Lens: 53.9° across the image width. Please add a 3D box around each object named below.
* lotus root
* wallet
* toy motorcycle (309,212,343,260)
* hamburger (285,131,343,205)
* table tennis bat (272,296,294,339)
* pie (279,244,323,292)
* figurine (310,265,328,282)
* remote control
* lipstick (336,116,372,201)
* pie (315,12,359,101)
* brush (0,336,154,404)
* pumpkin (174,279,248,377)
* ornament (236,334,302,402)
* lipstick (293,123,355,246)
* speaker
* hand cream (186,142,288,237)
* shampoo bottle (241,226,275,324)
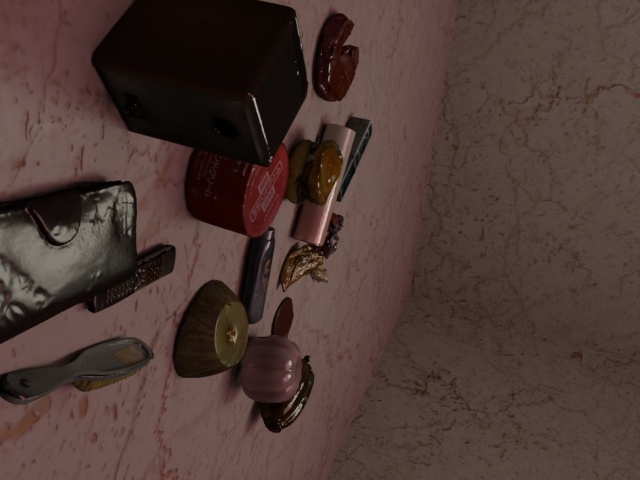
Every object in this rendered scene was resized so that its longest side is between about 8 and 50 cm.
[{"bbox_3d":[-0.101,0.452,1.870,0.241,0.122,0.124,-55,129,-40],"label":"lotus root"},{"bbox_3d":[-0.338,0.021,0.800,0.309,0.042,0.165,-32,131,-63],"label":"wallet"},{"bbox_3d":[0.000,0.000,1.850,0.213,0.084,0.118,-56,160,-15],"label":"toy motorcycle"},{"bbox_3d":[-0.022,-0.179,1.575,0.177,0.113,0.186,-25,122,-61],"label":"hamburger"},{"bbox_3d":[-0.107,0.267,1.856,0.131,0.022,0.235,-58,156,-44],"label":"table tennis bat"},{"bbox_3d":[-0.056,0.066,1.751,0.170,0.034,0.092,-32,115,-37],"label":"pie"},{"bbox_3d":[-0.003,0.102,2.007,0.083,0.047,0.051,52,41,-61],"label":"figurine"},{"bbox_3d":[-0.300,0.057,1.017,0.212,0.028,0.059,-34,141,-64],"label":"remote control"},{"bbox_3d":[0.077,-0.248,1.870,0.077,0.076,0.290,79,29,-53],"label":"lipstick"},{"bbox_3d":[0.044,-0.457,1.603,0.218,0.054,0.205,44,63,-71],"label":"pie"},{"bbox_3d":[-0.358,0.202,0.930,0.060,0.068,0.297,-55,163,13],"label":"brush"},{"bbox_3d":[-0.210,0.198,1.320,0.217,0.110,0.218,-47,145,-48],"label":"pumpkin"},{"bbox_3d":[-0.134,0.328,1.612,0.177,0.177,0.178,16,90,-73],"label":"ornament"},{"bbox_3d":[0.010,-0.150,1.721,0.087,0.087,0.327,16,90,-73],"label":"lipstick"},{"bbox_3d":[-0.152,-0.229,0.869,0.153,0.230,0.193,78,32,-58],"label":"speaker"},{"bbox_3d":[-0.151,-0.110,1.173,0.193,0.125,0.193,15,90,-74],"label":"hand cream"},{"bbox_3d":[-0.147,0.080,1.492,0.087,0.049,0.234,-34,138,-68],"label":"shampoo bottle"}]
